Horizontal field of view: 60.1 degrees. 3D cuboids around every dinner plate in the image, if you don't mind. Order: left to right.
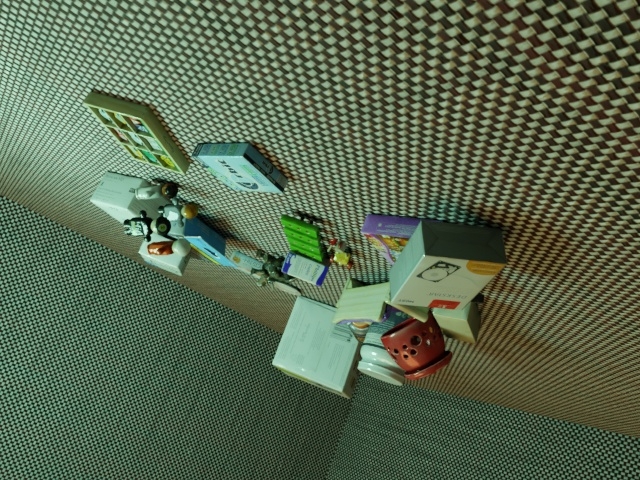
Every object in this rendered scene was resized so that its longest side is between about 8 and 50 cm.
[{"bbox_3d":[-0.149,0.208,2.444,0.141,0.017,0.141,21,162,7],"label":"dinner plate"}]

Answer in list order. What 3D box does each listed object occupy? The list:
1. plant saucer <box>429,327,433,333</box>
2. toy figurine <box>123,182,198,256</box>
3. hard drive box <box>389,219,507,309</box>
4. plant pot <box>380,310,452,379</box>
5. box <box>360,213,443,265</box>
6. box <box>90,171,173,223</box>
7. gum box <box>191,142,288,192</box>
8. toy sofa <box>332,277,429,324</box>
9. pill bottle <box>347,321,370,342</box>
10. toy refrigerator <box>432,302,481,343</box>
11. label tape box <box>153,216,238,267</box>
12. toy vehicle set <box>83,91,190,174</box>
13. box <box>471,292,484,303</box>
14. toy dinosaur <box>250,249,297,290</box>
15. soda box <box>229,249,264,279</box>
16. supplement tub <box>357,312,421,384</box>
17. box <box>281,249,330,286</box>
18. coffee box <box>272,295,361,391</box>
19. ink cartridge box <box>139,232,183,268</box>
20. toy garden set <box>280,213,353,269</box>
[{"bbox_3d":[0.366,0.341,2.186,0.200,0.037,0.200,20,162,7],"label":"plant saucer"},{"bbox_3d":[-0.489,-0.067,1.741,0.148,0.209,0.213,-2,148,18],"label":"toy figurine"},{"bbox_3d":[0.272,0.061,1.222,0.181,0.089,0.232,6,148,-8],"label":"hard drive box"},{"bbox_3d":[0.312,0.344,1.786,0.174,0.191,0.191,64,161,5],"label":"plant pot"},{"bbox_3d":[0.255,0.034,1.384,0.201,0.057,0.293,8,157,37],"label":"box"},{"bbox_3d":[-0.635,-0.128,1.873,0.181,0.119,0.182,13,160,28],"label":"box"},{"bbox_3d":[-0.195,-0.175,1.339,0.185,0.041,0.157,6,157,39],"label":"gum box"},{"bbox_3d":[0.193,0.213,1.789,0.150,0.177,0.363,28,161,-17],"label":"toy sofa"},{"bbox_3d":[0.178,0.333,2.232,0.131,0.130,0.245,16,161,19],"label":"pill bottle"},{"bbox_3d":[0.427,0.232,1.708,0.102,0.094,0.269,9,160,26],"label":"toy refrigerator"},{"bbox_3d":[-0.474,-0.022,2.012,0.348,0.115,0.249,8,159,31],"label":"label tape box"},{"bbox_3d":[-0.453,-0.264,1.396,0.166,0.035,0.267,17,162,15],"label":"toy vehicle set"},{"bbox_3d":[0.357,0.142,1.507,0.116,0.029,0.162,7,180,-10],"label":"box"},{"bbox_3d":[-0.153,0.109,2.052,0.160,0.120,0.314,20,162,-37],"label":"toy dinosaur"},{"bbox_3d":[-0.280,0.105,2.231,0.183,0.058,0.063,26,162,-9],"label":"soda box"},{"bbox_3d":[0.256,0.356,1.970,0.191,0.272,0.191,20,163,7],"label":"supplement tub"},{"bbox_3d":[-0.043,0.081,1.779,0.137,0.072,0.126,21,-169,2],"label":"box"},{"bbox_3d":[0.022,0.499,2.561,0.338,0.337,0.334,17,162,16],"label":"coffee box"},{"bbox_3d":[-0.553,0.050,1.978,0.148,0.085,0.203,22,166,-4],"label":"ink cartridge box"},{"bbox_3d":[0.000,0.000,1.615,0.204,0.049,0.244,21,162,11],"label":"toy garden set"}]
